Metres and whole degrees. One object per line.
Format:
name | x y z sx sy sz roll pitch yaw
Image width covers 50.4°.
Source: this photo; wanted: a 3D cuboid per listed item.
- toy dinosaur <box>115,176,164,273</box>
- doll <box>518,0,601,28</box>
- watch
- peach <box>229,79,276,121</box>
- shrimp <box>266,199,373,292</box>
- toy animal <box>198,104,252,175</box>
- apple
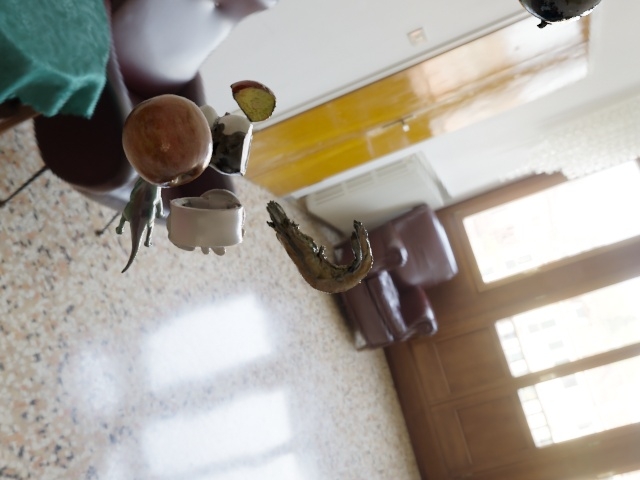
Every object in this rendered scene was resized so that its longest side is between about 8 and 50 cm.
toy dinosaur | -0.515 -0.143 1.987 0.331 0.129 0.384 118 -17 -52
doll | 0.511 -0.586 1.394 0.186 0.198 0.322 -104 -164 -45
watch | -0.333 -0.036 1.880 0.231 0.244 0.196 -61 155 -75
peach | -0.120 -0.244 1.163 0.083 0.077 0.050 3 52 -29
shrimp | 0.000 0.000 1.194 0.219 0.152 0.046 50 28 -16
toy animal | -0.306 -0.276 1.858 0.187 0.235 0.165 -80 -172 -55
apple | -0.324 -0.208 1.452 0.174 0.188 0.188 66 14 8
